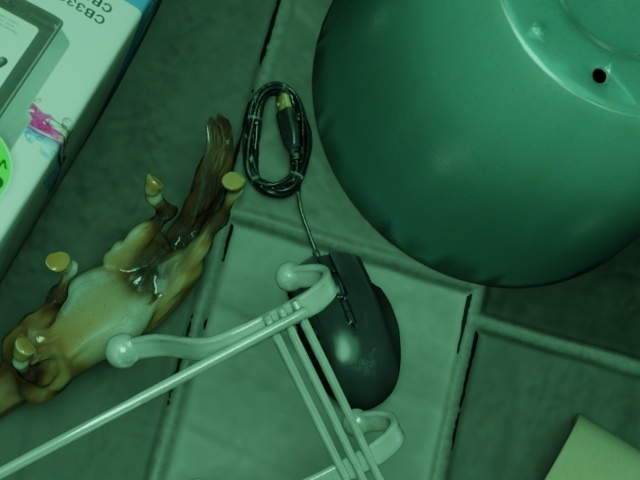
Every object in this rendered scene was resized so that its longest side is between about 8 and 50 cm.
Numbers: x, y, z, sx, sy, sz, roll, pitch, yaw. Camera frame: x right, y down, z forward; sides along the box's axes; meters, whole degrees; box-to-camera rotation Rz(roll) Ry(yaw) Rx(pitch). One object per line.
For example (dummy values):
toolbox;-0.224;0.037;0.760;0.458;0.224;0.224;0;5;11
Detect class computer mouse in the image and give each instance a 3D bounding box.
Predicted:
computer mouse;0.000;0.000;0.946;0.071;0.041;0.242;-17;81;-15

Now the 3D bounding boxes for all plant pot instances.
plant pot;0.161;-0.132;0.912;0.293;0.235;0.293;3;77;-12

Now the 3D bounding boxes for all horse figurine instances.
horse figurine;-0.136;0.032;0.859;0.066;0.174;0.263;43;58;6

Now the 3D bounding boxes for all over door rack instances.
over door rack;-0.093;0.187;0.801;0.324;0.108;0.239;-32;110;-20

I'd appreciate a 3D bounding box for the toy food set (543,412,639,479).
toy food set;0.194;0.294;0.908;0.220;0.092;0.306;32;71;8

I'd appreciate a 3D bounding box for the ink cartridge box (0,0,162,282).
ink cartridge box;-0.239;-0.073;0.761;0.198;0.197;0.270;30;58;-9
